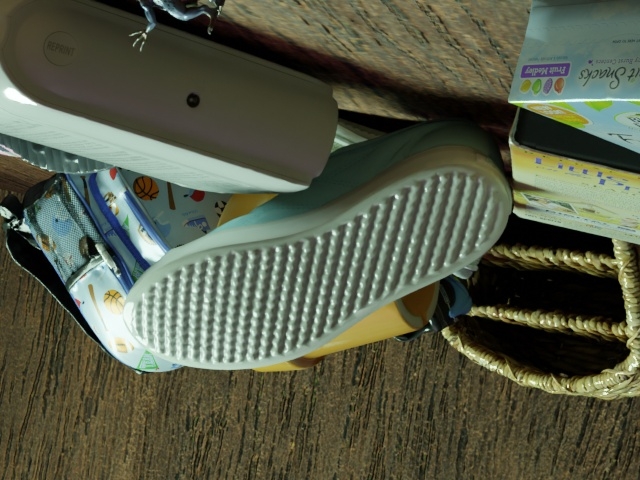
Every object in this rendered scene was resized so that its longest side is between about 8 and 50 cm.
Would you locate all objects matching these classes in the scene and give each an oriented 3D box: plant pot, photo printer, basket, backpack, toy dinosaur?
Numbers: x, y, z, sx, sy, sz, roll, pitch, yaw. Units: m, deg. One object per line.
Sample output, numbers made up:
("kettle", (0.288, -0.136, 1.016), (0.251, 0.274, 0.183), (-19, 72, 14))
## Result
("plant pot", (0.017, 0.035, 1.551), (0.188, 0.205, 0.205), (-4, 168, 27))
("photo printer", (-0.175, -0.124, 1.229), (0.307, 0.107, 0.256), (16, 175, -27))
("basket", (0.246, 0.055, 1.585), (0.223, 0.213, 0.299), (16, 175, -43))
("backpack", (-0.175, 0.008, 1.672), (0.276, 0.263, 0.213), (-25, 178, -44))
("toy dinosaur", (-0.105, -0.172, 0.997), (0.082, 0.047, 0.090), (22, 142, -4))

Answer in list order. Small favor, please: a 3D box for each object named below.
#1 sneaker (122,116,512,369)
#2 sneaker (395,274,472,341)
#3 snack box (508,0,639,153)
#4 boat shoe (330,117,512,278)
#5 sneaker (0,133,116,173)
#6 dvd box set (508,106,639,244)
("sneaker", (0.000, 0.000, 1.295), (0.366, 0.135, 0.150), (-20, -155, 17))
("sneaker", (0.084, 0.070, 1.641), (0.188, 0.078, 0.067), (3, 126, 51))
("snack box", (0.241, -0.078, 0.822), (0.207, 0.070, 0.174), (18, 174, -33))
("boat shoe", (0.035, -0.056, 1.418), (0.320, 0.103, 0.118), (21, -179, 35))
("sneaker", (-0.304, -0.142, 1.603), (0.319, 0.112, 0.131), (12, -165, 31))
("dvd box set", (0.309, -0.039, 1.194), (0.307, 0.062, 0.420), (13, 176, 10))
